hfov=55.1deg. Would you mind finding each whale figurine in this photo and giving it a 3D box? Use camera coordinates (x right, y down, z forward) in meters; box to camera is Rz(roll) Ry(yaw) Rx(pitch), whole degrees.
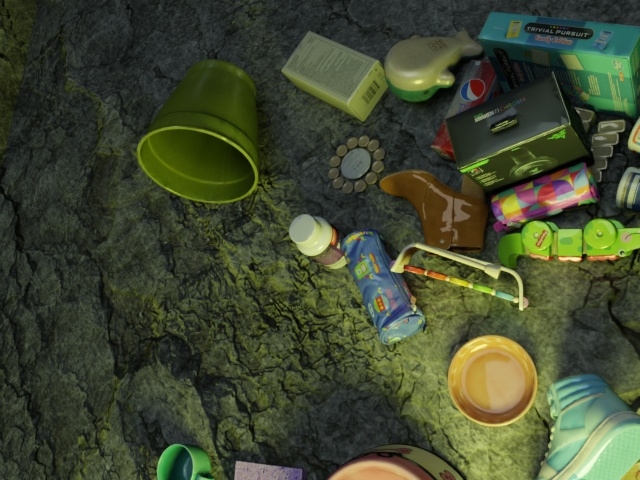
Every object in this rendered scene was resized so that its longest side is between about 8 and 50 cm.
[{"bbox_3d":[0.310,-0.483,1.702,0.272,0.141,0.216,-25,57,-8],"label":"whale figurine"}]

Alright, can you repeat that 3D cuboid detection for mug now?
[{"bbox_3d":[-0.357,0.633,1.664,0.129,0.097,0.158,-44,55,8],"label":"mug"}]

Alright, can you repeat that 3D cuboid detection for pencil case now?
[{"bbox_3d":[0.156,0.109,1.543,0.133,0.119,0.306,-50,50,37],"label":"pencil case"},{"bbox_3d":[0.511,-0.094,1.410,0.236,0.104,0.104,-24,60,28],"label":"pencil case"}]

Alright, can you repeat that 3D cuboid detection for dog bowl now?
[{"bbox_3d":[0.144,0.648,1.320,0.408,0.150,0.408,-12,65,28],"label":"dog bowl"}]

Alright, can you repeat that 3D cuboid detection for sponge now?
[{"bbox_3d":[-0.134,0.634,1.567,0.210,0.031,0.117,-5,68,30],"label":"sponge"}]

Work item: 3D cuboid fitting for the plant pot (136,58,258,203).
[{"bbox_3d":[-0.345,-0.364,1.933,0.366,0.366,0.353,-10,54,28],"label":"plant pot"}]

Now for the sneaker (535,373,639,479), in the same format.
[{"bbox_3d":[0.498,0.405,1.233,0.319,0.127,0.208,-58,23,24],"label":"sneaker"}]

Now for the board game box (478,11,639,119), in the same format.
[{"bbox_3d":[0.565,-0.405,1.417,0.336,0.254,0.079,23,83,36],"label":"board game box"}]

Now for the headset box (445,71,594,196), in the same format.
[{"bbox_3d":[0.447,-0.225,1.371,0.246,0.283,0.131,-20,68,28],"label":"headset box"}]

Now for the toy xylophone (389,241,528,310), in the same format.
[{"bbox_3d":[0.311,0.072,1.379,0.322,0.236,0.081,17,91,27],"label":"toy xylophone"}]

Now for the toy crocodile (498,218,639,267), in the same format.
[{"bbox_3d":[0.559,0.007,1.345,0.340,0.115,0.105,-2,89,33],"label":"toy crocodile"}]

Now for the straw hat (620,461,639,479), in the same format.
[{"bbox_3d":[0.627,0.492,1.139,0.144,0.061,0.144,-17,45,19],"label":"straw hat"}]

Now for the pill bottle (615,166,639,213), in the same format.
[{"bbox_3d":[0.725,-0.093,1.292,0.169,0.094,0.094,21,83,36],"label":"pill bottle"}]

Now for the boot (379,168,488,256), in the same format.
[{"bbox_3d":[0.274,-0.066,1.553,0.295,0.104,0.211,2,72,28],"label":"boot"}]

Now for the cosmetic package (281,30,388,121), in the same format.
[{"bbox_3d":[0.046,-0.502,1.862,0.309,0.113,0.160,37,92,37],"label":"cosmetic package"}]

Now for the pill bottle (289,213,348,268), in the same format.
[{"bbox_3d":[0.000,0.000,1.638,0.108,0.193,0.108,-12,66,27],"label":"pill bottle"}]

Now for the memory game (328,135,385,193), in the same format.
[{"bbox_3d":[0.103,-0.219,1.775,0.186,0.012,0.186,-12,66,28],"label":"memory game"}]

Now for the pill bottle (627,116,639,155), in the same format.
[{"bbox_3d":[0.779,-0.196,1.283,0.221,0.124,0.124,39,94,35],"label":"pill bottle"}]

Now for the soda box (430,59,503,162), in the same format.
[{"bbox_3d":[0.392,-0.332,1.599,0.092,0.083,0.263,22,84,36],"label":"soda box"}]

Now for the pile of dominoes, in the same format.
[{"bbox_3d":[0.589,-0.191,1.466,0.196,0.040,0.251,25,94,35],"label":"pile of dominoes"}]

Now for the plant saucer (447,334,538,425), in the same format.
[{"bbox_3d":[0.386,0.313,1.373,0.200,0.037,0.200,-11,66,27],"label":"plant saucer"}]
